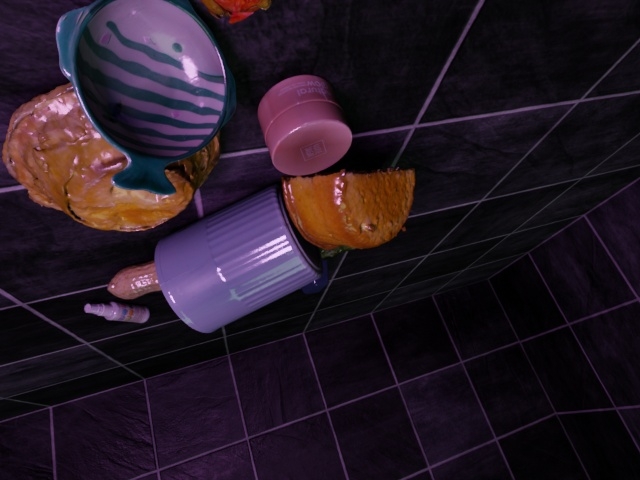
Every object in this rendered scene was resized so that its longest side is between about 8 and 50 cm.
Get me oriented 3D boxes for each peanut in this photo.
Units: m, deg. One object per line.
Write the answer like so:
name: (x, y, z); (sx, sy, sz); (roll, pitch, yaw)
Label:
peanut: (-0.460, 0.099, 1.086); (0.214, 0.090, 0.098); (-15, -173, -9)

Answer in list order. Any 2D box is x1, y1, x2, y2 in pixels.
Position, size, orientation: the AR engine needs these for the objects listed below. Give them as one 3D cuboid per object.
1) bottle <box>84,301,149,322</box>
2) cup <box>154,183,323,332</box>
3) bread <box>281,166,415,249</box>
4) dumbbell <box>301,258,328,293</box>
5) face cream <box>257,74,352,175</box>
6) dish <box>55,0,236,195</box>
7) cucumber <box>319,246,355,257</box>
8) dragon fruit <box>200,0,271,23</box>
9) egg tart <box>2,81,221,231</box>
bottle: (-0.634, 0.222, 1.266); (0.060, 0.060, 0.217); (-25, 158, 13)
cup: (-0.164, 0.056, 0.985); (0.311, 0.257, 0.331); (-26, 142, 11)
bread: (0.079, -0.070, 0.908); (0.194, 0.179, 0.339); (3, -170, 41)
dumbbell: (-0.135, 0.112, 1.313); (0.324, 0.144, 0.160); (-6, 156, -32)
face cream: (-0.028, -0.201, 0.720); (0.149, 0.104, 0.149); (-17, 158, -7)
dish: (-0.223, -0.188, 0.520); (0.078, 0.246, 0.224); (16, -173, 42)
cucumber: (0.000, -0.002, 1.194); (0.244, 0.135, 0.134); (-23, 158, 17)
dragon fruit: (-0.095, -0.298, 0.452); (0.147, 0.096, 0.102); (-28, 160, 24)
egg tart: (-0.321, -0.111, 0.664); (0.340, 0.129, 0.341); (-15, 157, -7)
